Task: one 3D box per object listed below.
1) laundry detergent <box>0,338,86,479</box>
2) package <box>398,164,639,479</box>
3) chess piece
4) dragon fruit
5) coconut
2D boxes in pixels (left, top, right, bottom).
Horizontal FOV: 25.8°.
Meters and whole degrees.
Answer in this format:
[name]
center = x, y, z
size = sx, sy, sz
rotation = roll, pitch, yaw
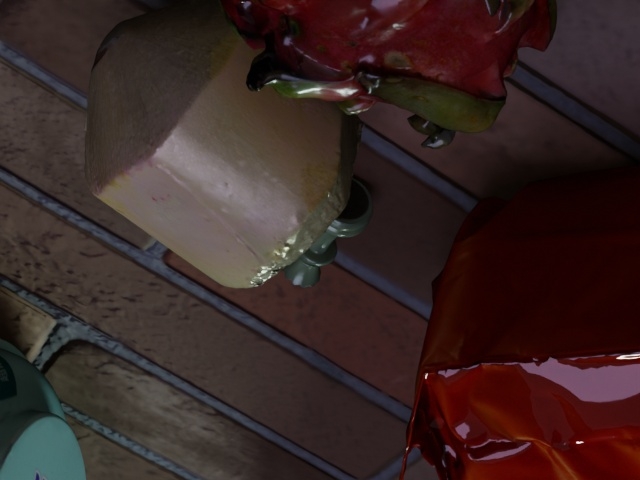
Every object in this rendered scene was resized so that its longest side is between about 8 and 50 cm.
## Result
[laundry detergent]
center = -0.347, 0.202, 1.023
size = 0.305, 0.287, 0.287
rotation = 3, 133, 14
[package]
center = 0.246, 0.043, 0.758
size = 0.423, 0.196, 0.123
rotation = -4, 125, 20
[chess piece]
center = 0.000, 0.000, 0.903
size = 0.042, 0.042, 0.093
rotation = 24, 139, -6
[dragon fruit]
center = 0.037, -0.125, 0.695
size = 0.172, 0.160, 0.166
rotation = 33, 90, -23
[coconut]
center = -0.062, -0.065, 0.787
size = 0.153, 0.147, 0.147
rotation = 42, 130, -19
